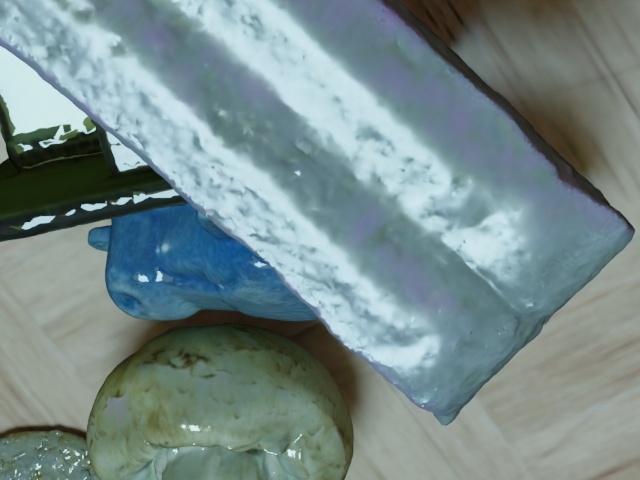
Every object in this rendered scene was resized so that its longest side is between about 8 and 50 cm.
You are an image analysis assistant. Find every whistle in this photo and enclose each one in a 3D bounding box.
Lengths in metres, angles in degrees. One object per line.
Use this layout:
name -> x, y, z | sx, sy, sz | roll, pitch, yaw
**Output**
whistle -> 0.000, 0.000, 0.683 | 0.269, 0.093, 0.180 | 2, 162, 27

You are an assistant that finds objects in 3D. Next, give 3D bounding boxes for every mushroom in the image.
mushroom -> -0.055, 0.108, 0.753 | 0.148, 0.112, 0.148 | -3, 143, -2

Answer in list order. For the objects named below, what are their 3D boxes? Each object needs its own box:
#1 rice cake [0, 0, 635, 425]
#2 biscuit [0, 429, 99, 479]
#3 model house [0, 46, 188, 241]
rice cake -> -0.028, -0.063, 0.475 | 0.298, 0.050, 0.106 | 41, 102, -10
biscuit -> -0.170, 0.188, 0.837 | 0.152, 0.020, 0.152 | -1, 84, 10
model house -> -0.072, -0.161, 0.581 | 0.218, 0.205, 0.278 | -11, 105, 2
